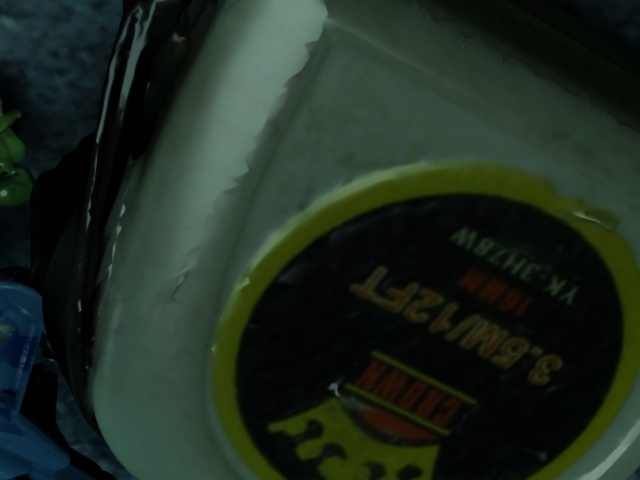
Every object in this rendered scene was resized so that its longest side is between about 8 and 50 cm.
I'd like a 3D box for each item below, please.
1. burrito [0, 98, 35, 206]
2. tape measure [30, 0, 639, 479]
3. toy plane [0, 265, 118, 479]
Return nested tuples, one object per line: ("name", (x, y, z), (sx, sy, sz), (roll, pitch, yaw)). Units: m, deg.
("burrito", (-0.248, -0.005, 0.580), (0.288, 0.054, 0.104), (-12, 157, -1))
("tape measure", (0.000, 0.000, 0.547), (0.271, 0.133, 0.231), (26, 115, -26))
("toy plane", (-0.147, 0.062, 0.616), (0.169, 0.078, 0.246), (-19, 152, 22))
